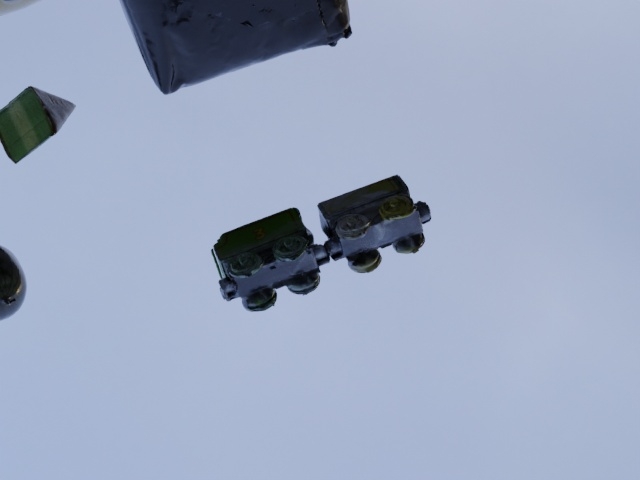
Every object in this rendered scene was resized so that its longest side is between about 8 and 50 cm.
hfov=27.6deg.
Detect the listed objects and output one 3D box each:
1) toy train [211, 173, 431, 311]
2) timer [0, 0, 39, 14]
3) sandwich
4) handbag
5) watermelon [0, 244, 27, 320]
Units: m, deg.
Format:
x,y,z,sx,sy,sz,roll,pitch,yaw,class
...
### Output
x,y,z,sx,sy,sz,roll,pitch,yaw,class
0.000,0.000,1.177,0.202,0.060,0.081,-21,-142,-7,toy train
-0.417,-0.437,1.575,0.376,0.376,0.387,-4,-171,-32,timer
-0.345,-0.134,1.636,0.074,0.074,0.116,58,-166,16,sandwich
-0.092,-0.267,1.279,0.223,0.246,0.080,-17,-137,-1,handbag
-0.351,0.045,1.387,0.078,0.078,0.111,3,-161,-25,watermelon
